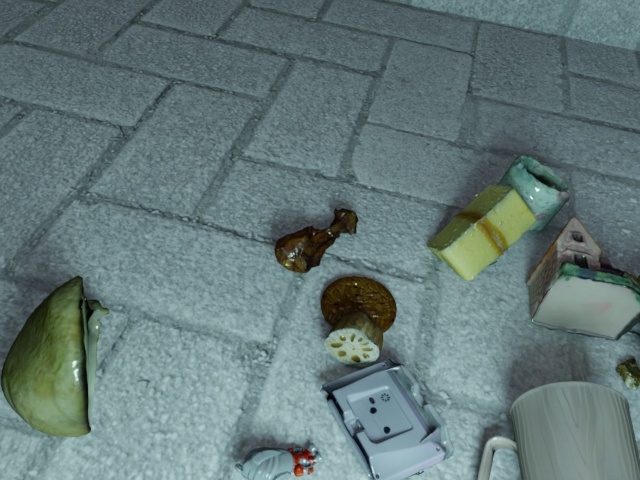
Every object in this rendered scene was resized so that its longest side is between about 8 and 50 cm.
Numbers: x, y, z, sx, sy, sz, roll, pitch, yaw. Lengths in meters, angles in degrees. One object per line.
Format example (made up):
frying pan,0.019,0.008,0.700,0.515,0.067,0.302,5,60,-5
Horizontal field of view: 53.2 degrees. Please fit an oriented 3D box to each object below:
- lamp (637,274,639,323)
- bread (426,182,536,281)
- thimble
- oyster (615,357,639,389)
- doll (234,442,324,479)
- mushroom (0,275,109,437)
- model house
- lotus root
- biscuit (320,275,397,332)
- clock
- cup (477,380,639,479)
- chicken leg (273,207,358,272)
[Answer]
lamp,0.851,0.164,1.560,0.161,0.161,0.185,3,45,-5
bread,0.421,-0.031,1.676,0.266,0.142,0.178,-44,72,-5
thimble,0.588,-0.138,1.805,0.185,0.149,0.211,18,34,-16
oyster,0.717,0.302,1.483,0.051,0.034,0.093,15,39,-3
doll,-0.077,0.423,1.213,0.180,0.079,0.094,-1,28,-28
mushroom,-0.531,0.207,1.262,0.211,0.217,0.292,3,44,-1
model house,0.653,0.084,1.575,0.236,0.202,0.237,11,44,3
lotus root,0.075,0.220,1.418,0.122,0.112,0.081,39,32,-13
biscuit,0.093,0.157,1.544,0.187,0.027,0.188,5,44,-5
clock,0.134,0.362,1.295,0.186,0.083,0.253,-16,49,-22
cup,0.451,0.420,1.193,0.288,0.208,0.273,9,45,-1
chicken leg,0.000,0.000,1.661,0.113,0.093,0.304,48,46,13
